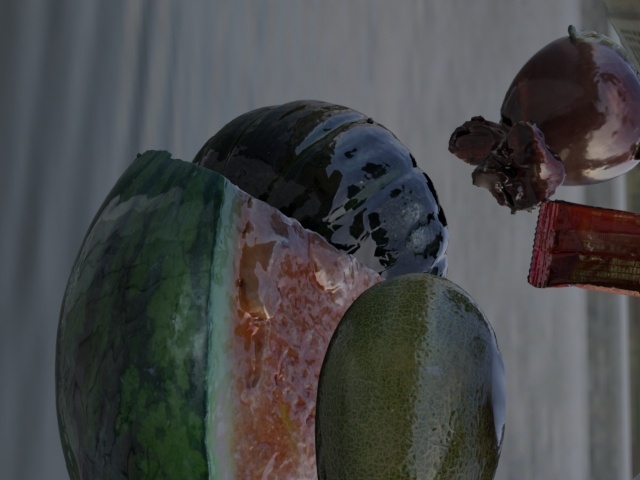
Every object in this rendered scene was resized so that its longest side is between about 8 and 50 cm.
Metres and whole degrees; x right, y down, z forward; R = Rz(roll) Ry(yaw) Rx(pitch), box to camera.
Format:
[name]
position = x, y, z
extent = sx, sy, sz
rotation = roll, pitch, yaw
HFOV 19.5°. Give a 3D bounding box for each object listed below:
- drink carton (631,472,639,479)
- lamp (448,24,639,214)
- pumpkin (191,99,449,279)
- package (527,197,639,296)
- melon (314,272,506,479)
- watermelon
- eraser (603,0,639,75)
[drink carton]
position = 0.426, 0.232, 1.869
extent = 0.130, 0.315, 0.106
rotation = 52, -24, -1
[lamp]
position = 0.251, -0.110, 1.850
extent = 0.223, 0.151, 0.215
rotation = -48, -169, 1
[pumpkin]
position = 0.000, 0.000, 1.573
extent = 0.216, 0.250, 0.249
rotation = -28, 120, -51
[package]
position = 0.278, 0.014, 1.560
extent = 0.022, 0.200, 0.083
rotation = 66, 33, -68
[melon]
position = 0.044, 0.094, 0.939
extent = 0.099, 0.099, 0.162
rotation = 74, 20, -59
[watermelon]
position = -0.084, 0.035, 1.235
extent = 0.319, 0.292, 0.222
rotation = -36, 120, -37
[eraser]
position = 0.261, -0.135, 1.179
extent = 0.210, 0.124, 0.068
rotation = 56, -16, -23
